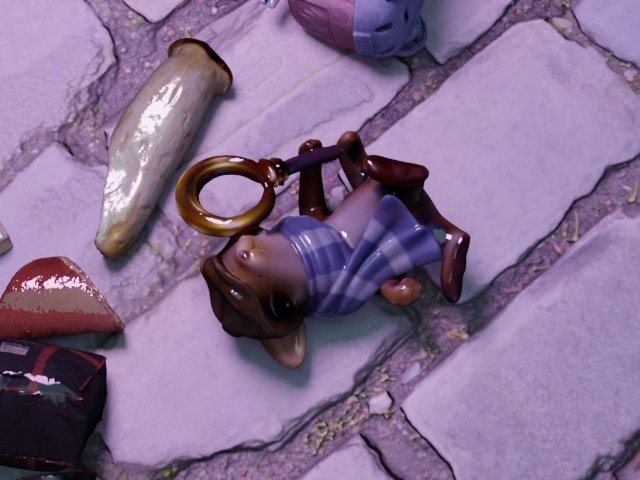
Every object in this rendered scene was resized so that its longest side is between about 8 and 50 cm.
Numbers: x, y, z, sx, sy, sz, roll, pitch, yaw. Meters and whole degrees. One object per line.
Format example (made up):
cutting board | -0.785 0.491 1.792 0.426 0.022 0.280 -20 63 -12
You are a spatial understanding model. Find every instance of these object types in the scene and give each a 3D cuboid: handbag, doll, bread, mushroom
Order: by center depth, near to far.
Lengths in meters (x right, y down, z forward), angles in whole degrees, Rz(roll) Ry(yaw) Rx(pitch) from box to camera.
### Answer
handbag | -0.385 0.199 1.499 0.215 0.169 0.155 9 101 -2
doll | 0.001 -0.002 1.552 0.339 0.209 0.318 -29 75 -7
bread | -0.365 0.077 1.587 0.192 0.067 0.119 -7 75 -4
mushroom | -0.238 -0.134 1.644 0.107 0.087 0.333 29 78 5

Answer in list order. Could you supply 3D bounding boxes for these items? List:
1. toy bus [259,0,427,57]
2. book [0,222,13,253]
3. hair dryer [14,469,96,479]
toy bus | 0.059 -0.415 1.684 0.231 0.197 0.294 16 76 13
book | -0.645 -0.002 1.610 0.371 0.043 0.260 -34 79 -10
hair dryer | -0.449 0.408 1.490 0.352 0.107 0.189 -9 77 3
